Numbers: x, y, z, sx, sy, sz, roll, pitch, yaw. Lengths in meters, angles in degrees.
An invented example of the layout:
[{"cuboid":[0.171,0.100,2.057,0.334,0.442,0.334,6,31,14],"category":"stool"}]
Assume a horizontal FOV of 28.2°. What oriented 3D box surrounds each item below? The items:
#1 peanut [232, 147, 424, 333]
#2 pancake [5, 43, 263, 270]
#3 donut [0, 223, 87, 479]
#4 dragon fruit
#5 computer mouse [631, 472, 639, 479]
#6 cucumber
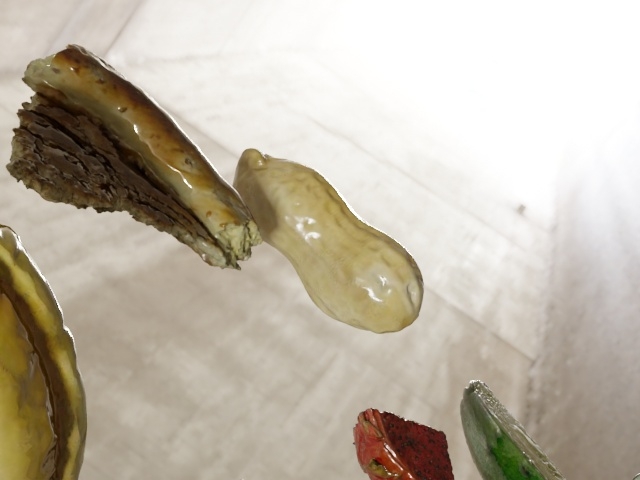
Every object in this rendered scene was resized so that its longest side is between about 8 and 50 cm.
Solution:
[{"cuboid":[0.000,0.000,1.320,0.101,0.263,0.117,-27,-24,-46],"category":"peanut"},{"cuboid":[-0.175,-0.067,1.117,0.057,0.266,0.244,-45,-5,22],"category":"pancake"},{"cuboid":[-0.370,0.104,0.787,0.449,0.449,0.198,-56,19,3],"category":"donut"},{"cuboid":[0.096,0.313,1.769,0.120,0.161,0.127,-36,40,33],"category":"dragon fruit"},{"cuboid":[0.348,0.273,1.277,0.056,0.110,0.032,-58,8,-11],"category":"computer mouse"},{"cuboid":[0.288,0.344,1.905,0.105,0.325,0.145,-47,-41,14],"category":"cucumber"}]
